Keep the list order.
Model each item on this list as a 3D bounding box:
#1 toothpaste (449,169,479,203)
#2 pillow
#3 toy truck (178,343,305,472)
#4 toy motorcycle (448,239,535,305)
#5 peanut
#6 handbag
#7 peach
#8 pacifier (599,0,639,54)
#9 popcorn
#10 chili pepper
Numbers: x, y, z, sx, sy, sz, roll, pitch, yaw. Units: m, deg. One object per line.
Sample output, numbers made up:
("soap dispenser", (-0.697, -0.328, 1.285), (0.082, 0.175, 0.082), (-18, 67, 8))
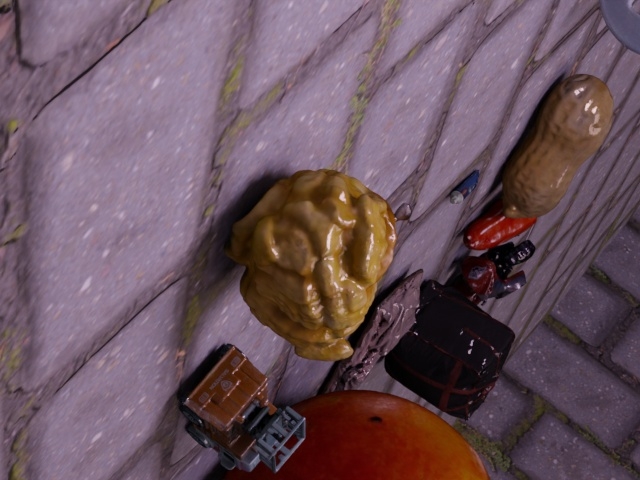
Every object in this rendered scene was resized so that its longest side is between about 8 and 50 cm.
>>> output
("toothpaste", (0.190, -0.068, 2.009), (0.083, 0.019, 0.027), (-42, 147, -50))
("pillow", (0.071, 0.149, 2.099), (0.135, 0.049, 0.248), (-43, 167, -50))
("toy truck", (-0.075, 0.185, 1.556), (0.080, 0.115, 0.178), (-49, 168, -16))
("toy motorcycle", (0.248, 0.064, 2.376), (0.122, 0.082, 0.213), (-20, 166, -29))
("peanut", (0.331, -0.125, 2.152), (0.117, 0.101, 0.263), (-10, 140, -42))
("handbag", (0.192, 0.166, 2.283), (0.155, 0.169, 0.215), (-48, 165, -20))
("peach", (0.040, 0.359, 1.890), (0.388, 0.388, 0.388), (-49, 166, -16))
("pacifier", (0.435, -0.354, 1.754), (0.233, 0.244, 0.299), (29, 98, -46))
("popcorn", (-0.009, 0.017, 1.322), (0.163, 0.140, 0.194), (-62, 176, 4))
("chili pepper", (0.258, -0.020, 2.273), (0.169, 0.065, 0.088), (-30, 153, -50))
